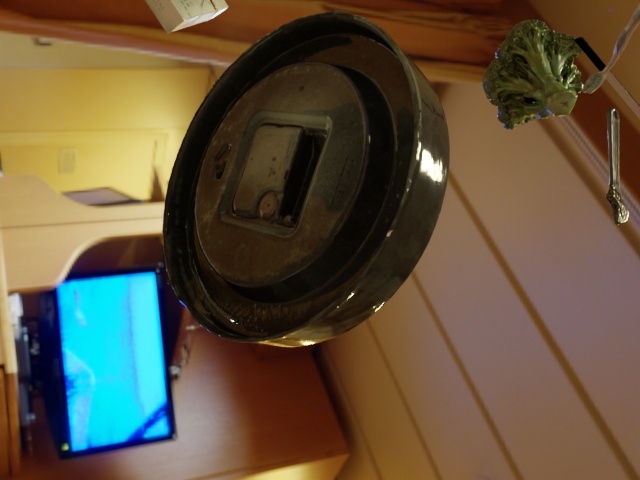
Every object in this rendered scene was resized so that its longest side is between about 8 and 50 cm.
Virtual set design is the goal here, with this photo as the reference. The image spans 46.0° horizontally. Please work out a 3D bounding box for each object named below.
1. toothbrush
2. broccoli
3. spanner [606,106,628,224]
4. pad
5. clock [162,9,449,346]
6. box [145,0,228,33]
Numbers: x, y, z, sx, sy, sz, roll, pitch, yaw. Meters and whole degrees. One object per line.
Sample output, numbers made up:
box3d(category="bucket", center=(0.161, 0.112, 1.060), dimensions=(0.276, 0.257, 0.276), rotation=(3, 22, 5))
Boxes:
box3d(category="toothbrush", center=(0.494, -0.333, 1.210), dimensions=(0.021, 0.027, 0.269), rotation=(60, -28, 25))
box3d(category="broccoli", center=(0.525, -0.390, 1.812), dimensions=(0.269, 0.254, 0.269), rotation=(54, 10, -14))
box3d(category="spanner", center=(0.467, -0.119, 1.192), dimensions=(0.012, 0.046, 0.208), rotation=(-21, -125, 48))
box3d(category="pad", center=(0.596, -0.317, 1.525), dimensions=(0.004, 0.163, 0.243), rotation=(-40, -88, 18))
box3d(category="clock", center=(-0.030, -0.067, 0.852), dimensions=(0.386, 0.076, 0.386), rotation=(-18, -119, 36))
box3d(category="box", center=(-0.192, -0.345, 1.057), dimensions=(0.040, 0.154, 0.084), rotation=(-30, -78, 27))
